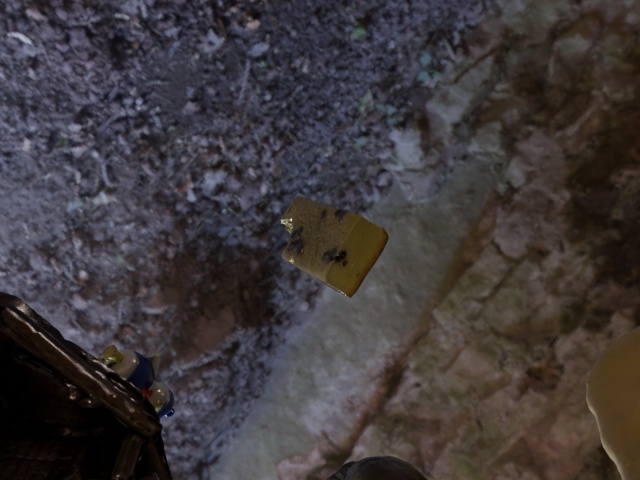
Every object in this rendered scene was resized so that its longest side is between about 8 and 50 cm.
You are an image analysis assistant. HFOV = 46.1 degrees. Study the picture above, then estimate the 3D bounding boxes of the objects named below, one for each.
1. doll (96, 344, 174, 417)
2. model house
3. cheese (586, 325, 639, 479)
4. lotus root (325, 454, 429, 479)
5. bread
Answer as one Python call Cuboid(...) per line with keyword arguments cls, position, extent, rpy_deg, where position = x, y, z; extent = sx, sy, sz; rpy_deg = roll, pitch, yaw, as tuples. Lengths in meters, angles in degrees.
Cuboid(cls="doll", position=(-0.230, 0.184, 0.948), extent=(0.099, 0.057, 0.143), rpy_deg=(-42, 128, -8))
Cuboid(cls="model house", position=(-0.292, 0.206, 0.625), extent=(0.282, 0.297, 0.317), rpy_deg=(-65, 147, -71))
Cuboid(cls="cheese", position=(0.302, 0.150, 0.336), extent=(0.384, 0.104, 0.384), rpy_deg=(-36, -159, 16))
Cuboid(cls="lotus root", position=(0.140, 0.485, 1.328), extent=(0.149, 0.260, 0.267), rpy_deg=(-43, 125, -13))
Cuboid(cls="bread", position=(0.000, 0.000, 0.881), extent=(0.049, 0.226, 0.088), rpy_deg=(30, 87, -22))
